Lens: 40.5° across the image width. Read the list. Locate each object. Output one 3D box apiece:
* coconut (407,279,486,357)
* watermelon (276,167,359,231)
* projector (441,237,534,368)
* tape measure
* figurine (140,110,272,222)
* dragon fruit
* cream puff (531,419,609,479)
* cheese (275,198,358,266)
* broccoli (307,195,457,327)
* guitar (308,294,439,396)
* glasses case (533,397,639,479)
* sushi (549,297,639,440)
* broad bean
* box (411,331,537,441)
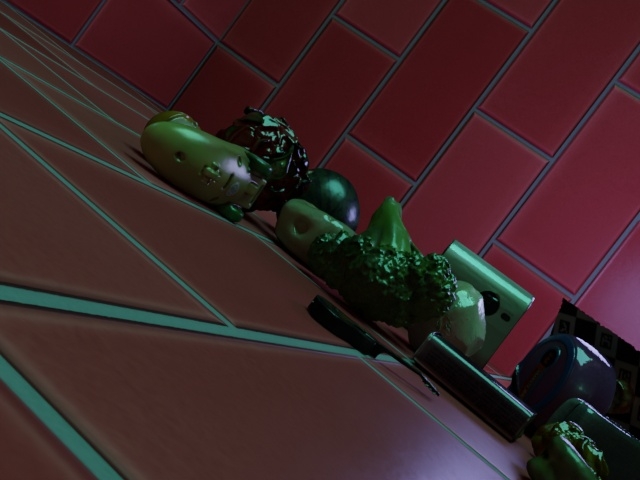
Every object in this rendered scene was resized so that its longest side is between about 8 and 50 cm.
[{"bbox_3d":[0.255,0.176,1.768,0.170,0.183,0.171,-4,10,1],"label":"coconut"},{"bbox_3d":[-0.005,-0.073,2.084,0.212,0.212,0.212,37,3,-2],"label":"watermelon"},{"bbox_3d":[0.360,0.168,2.180,0.249,0.249,0.248,37,2,10],"label":"projector"},{"bbox_3d":[0.500,0.312,1.824,0.149,0.232,0.245,36,7,-13],"label":"tape measure"},{"bbox_3d":[-0.225,-0.153,1.568,0.222,0.124,0.324,38,7,25],"label":"figurine"},{"bbox_3d":[-0.139,-0.173,1.915,0.233,0.234,0.293,36,7,-17],"label":"dragon fruit"},{"bbox_3d":[0.376,0.325,1.302,0.122,0.094,0.116,18,-21,34],"label":"cream puff"},{"bbox_3d":[0.000,0.000,1.859,0.235,0.117,0.218,37,1,-22],"label":"cheese"},{"bbox_3d":[0.101,0.058,1.687,0.254,0.186,0.302,-6,25,-22],"label":"broccoli"},{"bbox_3d":[0.079,0.155,1.240,0.233,0.025,0.088,37,3,-11],"label":"guitar"},{"bbox_3d":[0.518,0.400,1.552,0.323,0.131,0.074,35,0,-28],"label":"glasses case"},{"bbox_3d":[0.571,0.345,1.911,0.068,0.320,0.339,2,24,-31],"label":"sushi"},{"bbox_3d":[0.365,0.357,1.175,0.207,0.072,0.153,47,3,-2],"label":"broad bean"},{"bbox_3d":[0.271,0.257,1.527,0.224,0.069,0.120,40,4,21],"label":"box"}]
